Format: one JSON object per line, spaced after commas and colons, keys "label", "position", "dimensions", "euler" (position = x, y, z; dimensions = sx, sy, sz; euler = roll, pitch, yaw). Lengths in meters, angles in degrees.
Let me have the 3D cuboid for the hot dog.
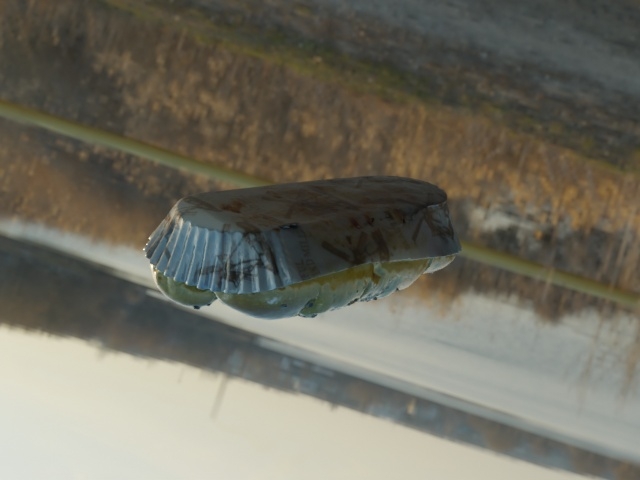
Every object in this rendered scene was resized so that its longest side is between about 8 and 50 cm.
{"label": "hot dog", "position": [0.000, 0.000, 0.832], "dimensions": [0.252, 0.069, 0.131], "euler": [-11, -153, -43]}
